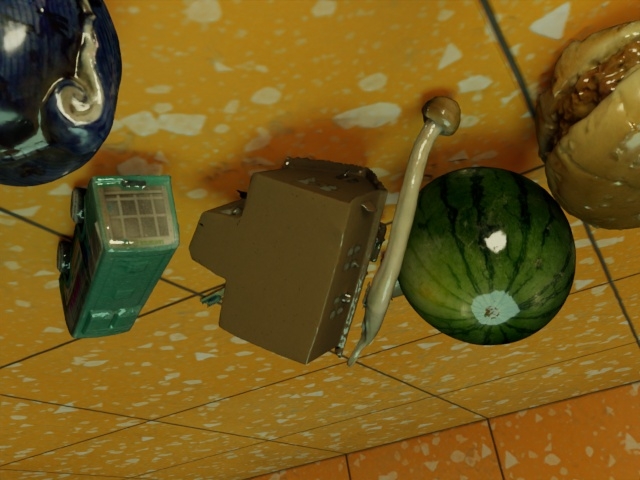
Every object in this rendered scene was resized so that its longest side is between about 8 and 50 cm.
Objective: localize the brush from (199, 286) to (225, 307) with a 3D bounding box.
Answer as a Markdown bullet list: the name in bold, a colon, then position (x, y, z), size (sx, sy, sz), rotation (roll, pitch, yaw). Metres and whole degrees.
- **brush**: position (-0.134, 0.073, 0.981), size (0.083, 0.013, 0.016), rotation (-29, 146, 31)

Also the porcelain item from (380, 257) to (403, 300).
- **porcelain item**: position (0.191, 0.027, 0.956), size (0.213, 0.054, 0.084), rotation (-15, 156, 7)

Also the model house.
- **model house**: position (0.000, 0.000, 0.766), size (0.176, 0.181, 0.248), rotation (22, -162, 24)

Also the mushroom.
- **mushroom**: position (0.071, 0.009, 0.693), size (0.068, 0.043, 0.306), rotation (-15, 127, -57)

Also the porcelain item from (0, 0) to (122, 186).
- **porcelain item**: position (-0.262, -0.070, 0.433), size (0.288, 0.186, 0.138), rotation (-14, 149, -1)

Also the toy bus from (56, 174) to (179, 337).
- **toy bus**: position (-0.217, 0.020, 0.740), size (0.091, 0.109, 0.262), rotation (-3, 155, -27)

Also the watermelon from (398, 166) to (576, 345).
- **watermelon**: position (0.173, 0.008, 0.765), size (0.188, 0.215, 0.188), rotation (3, 126, 4)

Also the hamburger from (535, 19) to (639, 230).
- **hamburger**: position (0.344, -0.106, 0.641), size (0.283, 0.145, 0.259), rotation (-19, 153, 13)
